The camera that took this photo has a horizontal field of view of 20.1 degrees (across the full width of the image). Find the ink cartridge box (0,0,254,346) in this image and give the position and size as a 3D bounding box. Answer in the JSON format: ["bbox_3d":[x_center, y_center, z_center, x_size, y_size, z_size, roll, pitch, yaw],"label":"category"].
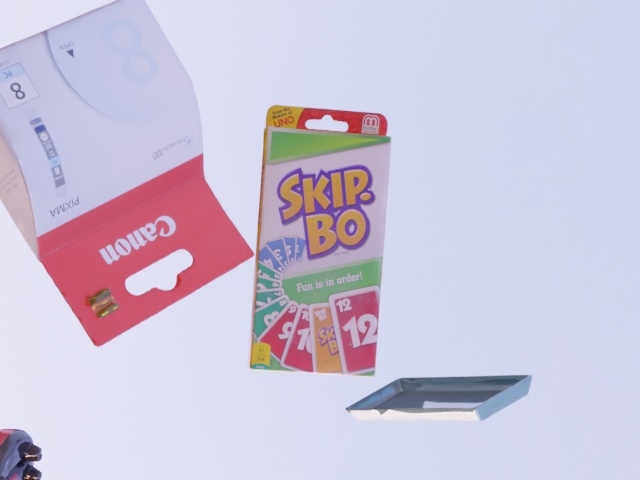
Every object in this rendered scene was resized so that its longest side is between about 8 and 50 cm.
[{"bbox_3d":[-0.264,-0.098,2.318,0.091,0.308,0.385,-33,-92,48],"label":"ink cartridge box"}]

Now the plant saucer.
[{"bbox_3d":[0.098,0.134,1.510,0.192,0.067,0.018,-10,-76,58],"label":"plant saucer"}]

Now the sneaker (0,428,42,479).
[{"bbox_3d":[-0.339,0.281,1.680,0.097,0.135,0.276,-51,154,-58],"label":"sneaker"}]

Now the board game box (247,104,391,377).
[{"bbox_3d":[0.000,0.000,1.754,0.039,0.124,0.259,165,-71,-81],"label":"board game box"}]
